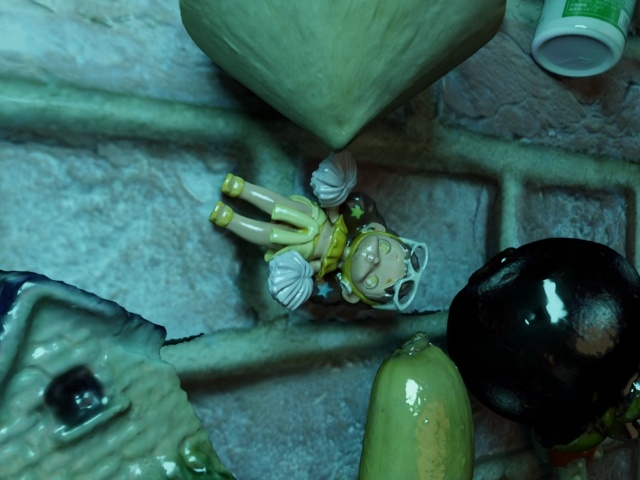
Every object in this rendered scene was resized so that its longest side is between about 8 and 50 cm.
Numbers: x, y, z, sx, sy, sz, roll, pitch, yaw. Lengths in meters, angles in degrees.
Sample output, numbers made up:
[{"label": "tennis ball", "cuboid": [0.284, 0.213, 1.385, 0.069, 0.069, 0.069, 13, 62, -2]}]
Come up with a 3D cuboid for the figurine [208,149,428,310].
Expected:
[{"label": "figurine", "cuboid": [0.001, 0.001, 0.598, 0.240, 0.116, 0.175, 27, 75, -25]}]

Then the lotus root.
[{"label": "lotus root", "cuboid": [0.122, 0.268, 0.677, 0.146, 0.131, 0.303, 6, 89, -32]}]

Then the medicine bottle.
[{"label": "medicine bottle", "cuboid": [0.428, -0.406, 0.847, 0.133, 0.133, 0.274, 26, 79, -31]}]

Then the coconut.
[{"label": "coconut", "cuboid": [0.016, -0.241, 0.504, 0.329, 0.329, 0.329, -2, 93, -33]}]

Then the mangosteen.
[{"label": "mangosteen", "cuboid": [0.308, 0.140, 0.719, 0.287, 0.233, 0.287, 21, 65, -53]}]

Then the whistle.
[{"label": "whistle", "cuboid": [0.391, 0.305, 0.877, 0.101, 0.106, 0.253, -11, 102, 9]}]

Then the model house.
[{"label": "model house", "cuboid": [-0.250, 0.158, 0.372, 0.298, 0.243, 0.284, -30, 103, -41]}]
